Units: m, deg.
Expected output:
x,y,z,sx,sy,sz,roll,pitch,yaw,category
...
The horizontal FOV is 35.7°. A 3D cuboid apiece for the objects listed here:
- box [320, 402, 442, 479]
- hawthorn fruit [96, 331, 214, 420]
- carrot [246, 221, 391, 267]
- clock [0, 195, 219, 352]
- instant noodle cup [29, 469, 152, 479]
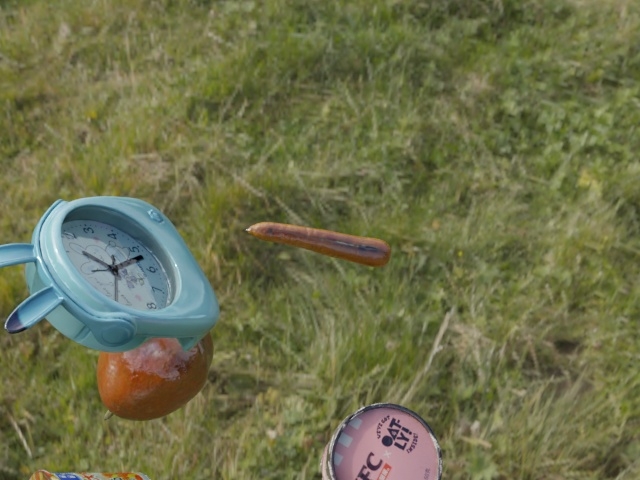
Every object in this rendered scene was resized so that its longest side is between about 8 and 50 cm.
x,y,z,sx,sy,sz,roll,pitch,yaw,category
0.073,0.301,1.332,0.151,0.135,0.151,3,73,-11,box
-0.291,0.220,1.655,0.199,0.251,0.199,33,20,-14,hawthorn fruit
0.000,0.000,1.243,0.190,0.037,0.037,13,47,-17,carrot
-0.137,0.023,0.614,0.147,0.045,0.108,0,49,-53,clock
-0.309,0.410,1.366,0.153,0.205,0.205,1,46,-32,instant noodle cup
